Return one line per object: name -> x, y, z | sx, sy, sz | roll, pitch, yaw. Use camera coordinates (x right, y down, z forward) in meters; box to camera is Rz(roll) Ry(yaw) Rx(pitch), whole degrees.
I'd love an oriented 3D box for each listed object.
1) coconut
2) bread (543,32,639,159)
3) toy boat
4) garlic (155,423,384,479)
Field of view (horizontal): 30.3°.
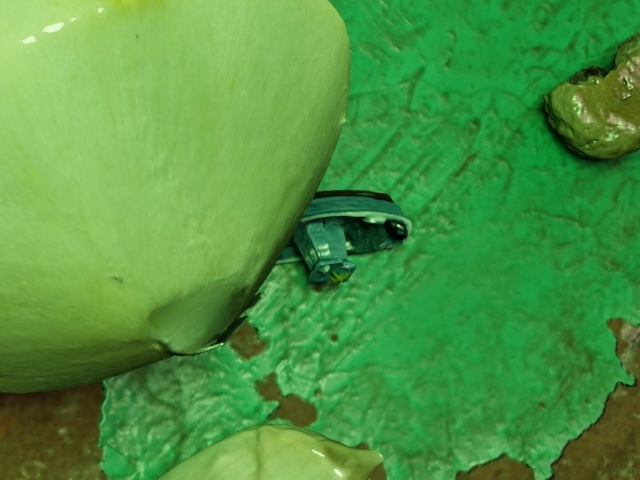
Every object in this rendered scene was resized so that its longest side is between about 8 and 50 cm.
coconut -> -0.137, -0.066, 0.658 | 0.323, 0.323, 0.323 | 4, 80, -20
bread -> 0.233, -0.108, 0.946 | 0.113, 0.060, 0.082 | -30, 92, -20
toy boat -> 0.000, 0.000, 0.840 | 0.137, 0.060, 0.061 | -2, 60, -24
garlic -> -0.039, 0.288, 0.701 | 0.286, 0.249, 0.313 | 20, 54, 0
